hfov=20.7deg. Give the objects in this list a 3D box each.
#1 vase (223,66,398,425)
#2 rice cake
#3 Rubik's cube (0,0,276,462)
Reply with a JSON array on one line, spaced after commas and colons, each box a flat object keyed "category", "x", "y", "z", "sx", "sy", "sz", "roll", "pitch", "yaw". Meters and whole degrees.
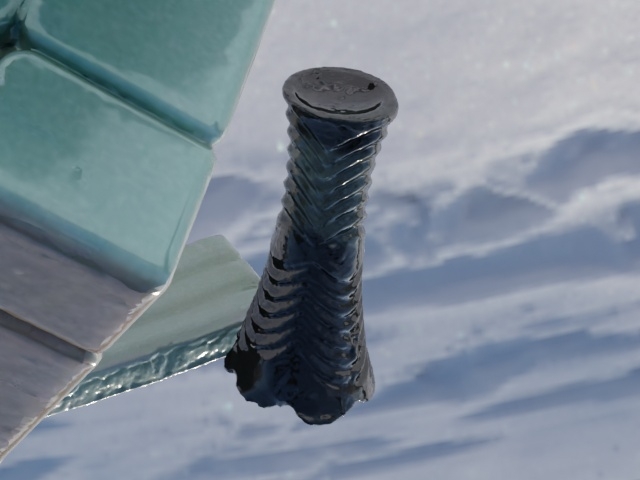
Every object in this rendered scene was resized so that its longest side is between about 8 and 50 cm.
[{"category": "vase", "x": 0.000, "y": 0.000, "z": 1.214, "sx": 0.115, "sy": 0.115, "sz": 0.237, "roll": -1, "pitch": 123, "yaw": -15}, {"category": "rice cake", "x": -0.147, "y": 0.063, "z": 1.311, "sx": 0.237, "sy": 0.127, "sz": 0.043, "roll": -15, "pitch": 128, "yaw": -28}, {"category": "Rubik's cube", "x": -0.222, "y": -0.103, "z": 0.869, "sx": 0.316, "sy": 0.322, "sz": 0.319, "roll": 27, "pitch": 145, "yaw": -16}]
